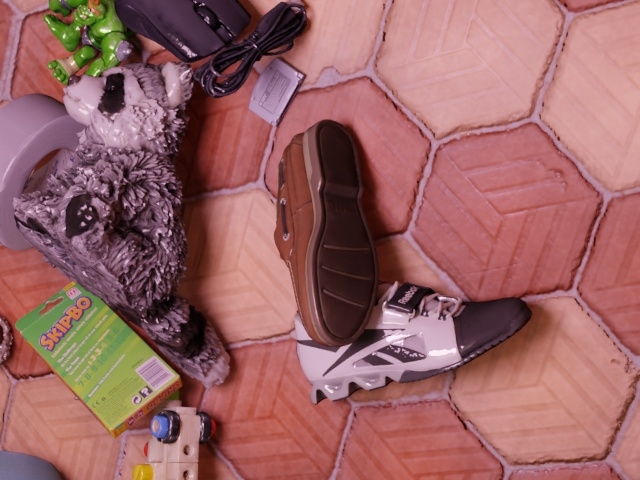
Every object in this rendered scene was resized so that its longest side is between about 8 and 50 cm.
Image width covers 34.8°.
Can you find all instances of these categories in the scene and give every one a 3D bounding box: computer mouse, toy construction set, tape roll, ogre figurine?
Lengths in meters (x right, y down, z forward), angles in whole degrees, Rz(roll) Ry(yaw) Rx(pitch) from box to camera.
[{"bbox_3d":[-0.169,-0.312,1.357,0.272,0.188,0.072,31,152,26],"label":"computer mouse"},{"bbox_3d":[-0.260,0.340,1.522,0.215,0.151,0.328,-14,85,50],"label":"toy construction set"},{"bbox_3d":[-0.414,-0.097,1.463,0.072,0.219,0.219,30,110,16],"label":"tape roll"},{"bbox_3d":[-0.329,-0.297,1.459,0.118,0.097,0.197,-29,44,21],"label":"ogre figurine"}]

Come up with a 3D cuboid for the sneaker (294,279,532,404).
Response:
[{"bbox_3d":[0.103,0.105,1.319,0.330,0.122,0.146,-19,93,25],"label":"sneaker"}]

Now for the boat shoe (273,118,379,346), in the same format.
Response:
[{"bbox_3d":[0.000,0.000,1.320,0.104,0.110,0.307,-27,54,43],"label":"boat shoe"}]

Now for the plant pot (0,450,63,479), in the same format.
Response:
[{"bbox_3d":[-0.498,0.441,1.590,0.290,0.290,0.196,-10,59,25],"label":"plant pot"}]

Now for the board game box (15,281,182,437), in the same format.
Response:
[{"bbox_3d":[-0.331,0.167,1.503,0.259,0.124,0.039,39,153,28],"label":"board game box"}]

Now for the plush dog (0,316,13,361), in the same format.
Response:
[{"bbox_3d":[-0.652,0.216,1.647,0.210,0.262,0.226,7,93,57],"label":"plush dog"}]

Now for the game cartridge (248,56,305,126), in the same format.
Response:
[{"bbox_3d":[-0.062,-0.206,1.399,0.056,0.017,0.083,36,111,11],"label":"game cartridge"}]

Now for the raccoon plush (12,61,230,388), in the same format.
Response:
[{"bbox_3d":[-0.224,-0.042,1.447,0.216,0.299,0.446,15,150,41],"label":"raccoon plush"}]
